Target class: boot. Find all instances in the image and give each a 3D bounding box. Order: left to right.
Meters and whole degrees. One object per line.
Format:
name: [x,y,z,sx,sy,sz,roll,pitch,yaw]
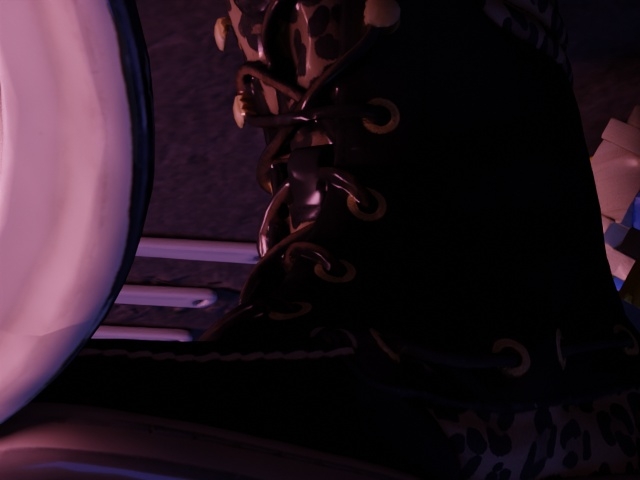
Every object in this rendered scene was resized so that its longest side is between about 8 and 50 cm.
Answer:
boot: [0.000,0.000,0.766,0.377,0.284,0.138,10,150,-40]

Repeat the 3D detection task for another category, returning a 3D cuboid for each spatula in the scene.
spatula: [-0.153,0.028,1.095,0.242,0.019,0.168,5,151,-30]

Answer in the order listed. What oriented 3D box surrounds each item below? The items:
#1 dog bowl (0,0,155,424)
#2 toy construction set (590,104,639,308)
dog bowl: [-0.240,-0.092,0.517,0.408,0.150,0.408,1,140,1]
toy construction set: [0.241,0.035,1.007,0.151,0.215,0.328,-51,128,-7]
